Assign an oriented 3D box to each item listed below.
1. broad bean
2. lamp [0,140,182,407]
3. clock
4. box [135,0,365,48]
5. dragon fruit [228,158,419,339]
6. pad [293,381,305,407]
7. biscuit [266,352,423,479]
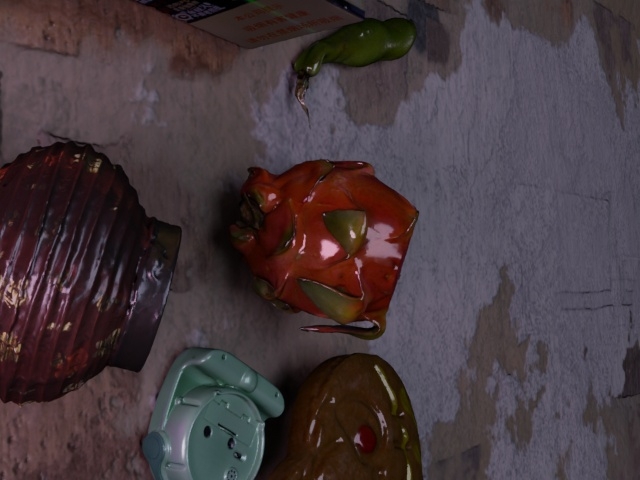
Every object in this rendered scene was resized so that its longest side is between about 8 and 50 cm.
[{"bbox_3d":[0.053,-0.278,1.314,0.318,0.056,0.098,-41,125,-39],"label":"broad bean"},{"bbox_3d":[-0.249,0.026,0.782,0.247,0.247,0.247,5,83,-51],"label":"lamp"},{"bbox_3d":[-0.131,0.243,1.033,0.159,0.066,0.211,41,57,-41],"label":"clock"},{"bbox_3d":[-0.112,-0.314,0.992,0.310,0.198,0.084,11,79,-50],"label":"box"},{"bbox_3d":[0.005,0.003,1.107,0.224,0.227,0.224,8,90,-84],"label":"dragon fruit"},{"bbox_3d":[0.020,0.377,1.166,0.315,0.063,0.375,17,74,-61],"label":"pad"},{"bbox_3d":[0.050,0.342,1.144,0.350,0.070,0.394,19,65,-55],"label":"biscuit"}]
